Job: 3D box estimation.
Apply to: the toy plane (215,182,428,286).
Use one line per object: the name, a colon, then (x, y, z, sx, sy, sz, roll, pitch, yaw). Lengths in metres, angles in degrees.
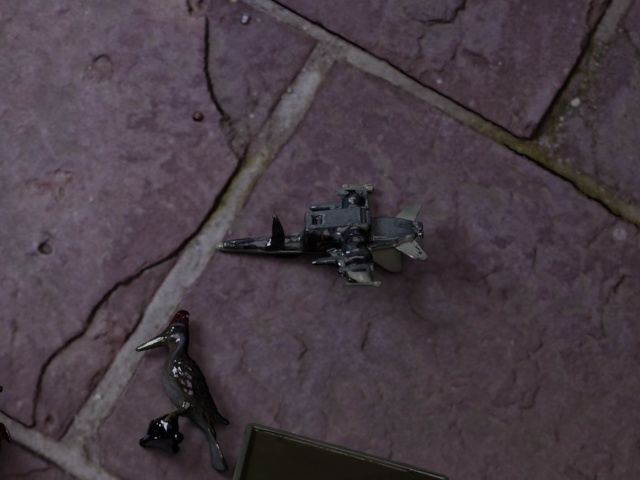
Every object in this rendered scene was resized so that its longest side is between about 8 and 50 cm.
toy plane: (0.000, -0.008, 1.777, 0.262, 0.088, 0.192, 2, 42, -5)

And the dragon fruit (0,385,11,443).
dragon fruit: (-0.430, 0.213, 1.607, 0.166, 0.133, 0.136, 54, 29, 11)

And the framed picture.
framed picture: (0.025, 0.291, 1.635, 0.260, 0.189, 0.023, 16, 113, -3)

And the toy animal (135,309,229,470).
toy animal: (-0.164, 0.178, 1.702, 0.105, 0.070, 0.202, 1, 64, -20)
